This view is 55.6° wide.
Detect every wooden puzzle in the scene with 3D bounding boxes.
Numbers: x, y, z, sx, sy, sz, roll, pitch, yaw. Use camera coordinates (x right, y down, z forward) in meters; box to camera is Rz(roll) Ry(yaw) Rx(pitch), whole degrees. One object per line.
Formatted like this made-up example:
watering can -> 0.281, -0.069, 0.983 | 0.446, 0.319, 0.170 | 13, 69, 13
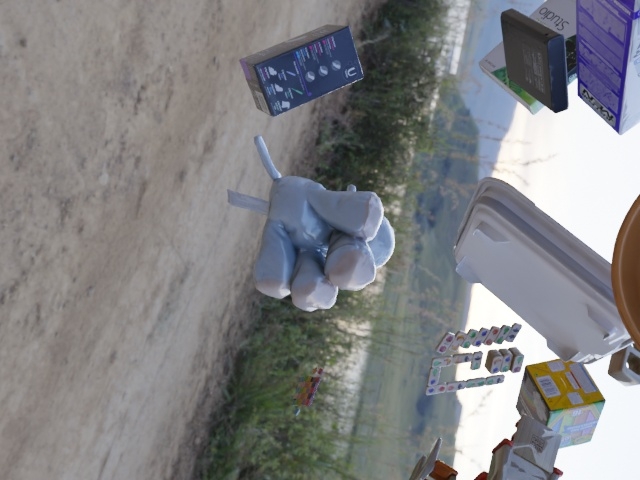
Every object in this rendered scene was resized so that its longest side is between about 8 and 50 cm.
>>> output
wooden puzzle -> -0.024, 0.242, 0.980 | 0.049, 0.006, 0.083 | -18, -138, 51

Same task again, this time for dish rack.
dish rack -> 0.348, 0.070, 0.980 | 0.072, 0.333, 0.285 | -44, 162, -16

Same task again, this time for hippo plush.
hippo plush -> 0.000, 0.000, 1.080 | 0.234, 0.294, 0.236 | -63, 156, 4

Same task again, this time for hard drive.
hard drive -> 0.264, -0.226, 0.756 | 0.135, 0.022, 0.094 | -107, 177, -56

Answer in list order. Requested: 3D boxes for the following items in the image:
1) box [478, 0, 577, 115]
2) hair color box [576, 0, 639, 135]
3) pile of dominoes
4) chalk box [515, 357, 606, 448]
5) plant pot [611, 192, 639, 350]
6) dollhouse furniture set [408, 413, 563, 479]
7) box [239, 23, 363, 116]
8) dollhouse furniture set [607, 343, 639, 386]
box -> 0.620, -0.518, 1.628 | 0.322, 0.232, 0.058 | -43, 142, 12
hair color box -> 0.433, -0.290, 0.771 | 0.185, 0.110, 0.339 | -37, 155, 10
pile of dominoes -> 0.400, 0.311, 1.550 | 0.040, 0.251, 0.196 | -122, -148, -58
chalk box -> 0.537, 0.386, 1.383 | 0.132, 0.132, 0.213 | -105, -173, -48
plant pot -> 0.487, 0.048, 0.636 | 0.203, 0.291, 0.291 | 22, 78, -46
dollhouse furniture set -> 0.302, 0.421, 1.025 | 0.135, 0.262, 0.259 | -51, 166, -42
box -> -0.051, -0.448, 1.588 | 0.165, 0.270, 0.143 | 46, -21, 61
dollhouse furniture set -> 0.668, 0.197, 1.217 | 0.152, 0.374, 0.201 | -59, -176, -28
